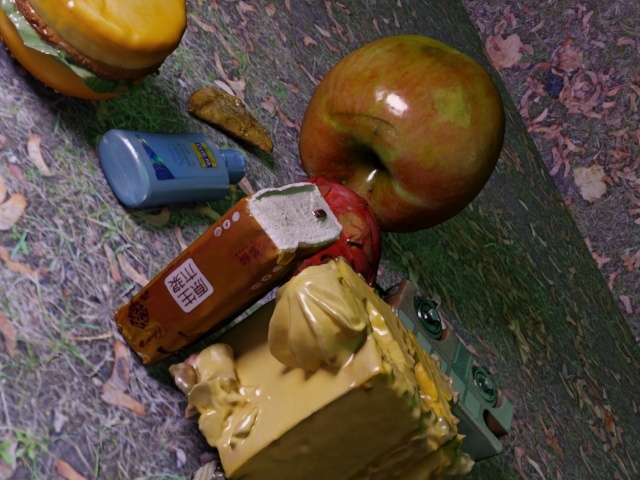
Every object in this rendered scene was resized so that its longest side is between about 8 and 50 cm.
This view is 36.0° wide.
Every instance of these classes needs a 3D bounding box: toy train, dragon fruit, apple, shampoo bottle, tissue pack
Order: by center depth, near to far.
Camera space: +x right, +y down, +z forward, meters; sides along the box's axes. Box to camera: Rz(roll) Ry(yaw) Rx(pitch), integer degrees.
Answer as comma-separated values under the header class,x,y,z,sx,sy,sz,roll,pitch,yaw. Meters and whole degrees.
class,x,y,z,sx,sy,sz,roll,pitch,yaw
tissue pack,-0.100,0.032,1.106,0.092,0.226,0.183,55,24,3
shampoo bottle,-0.183,-0.097,1.304,0.104,0.061,0.258,62,25,9
dragon fruit,0.000,0.000,1.405,0.209,0.172,0.172,46,26,-4
toy train,0.157,0.206,1.493,0.326,0.129,0.159,50,32,-17
apple,0.145,-0.185,1.690,0.339,0.339,0.340,42,29,-30

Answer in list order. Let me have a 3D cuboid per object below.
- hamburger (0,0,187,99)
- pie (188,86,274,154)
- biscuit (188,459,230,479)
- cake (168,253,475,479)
class,x,y,z,sx,sy,sz,roll,pitch,yaw
hamburger,-0.292,-0.278,1.193,0.246,0.170,0.246,26,47,-32
pie,-0.138,-0.191,1.530,0.170,0.034,0.092,29,38,-35
biscuit,-0.054,0.356,1.031,0.250,0.046,0.147,47,26,-20
cake,-0.001,0.163,1.080,0.286,0.227,0.222,46,11,-28
